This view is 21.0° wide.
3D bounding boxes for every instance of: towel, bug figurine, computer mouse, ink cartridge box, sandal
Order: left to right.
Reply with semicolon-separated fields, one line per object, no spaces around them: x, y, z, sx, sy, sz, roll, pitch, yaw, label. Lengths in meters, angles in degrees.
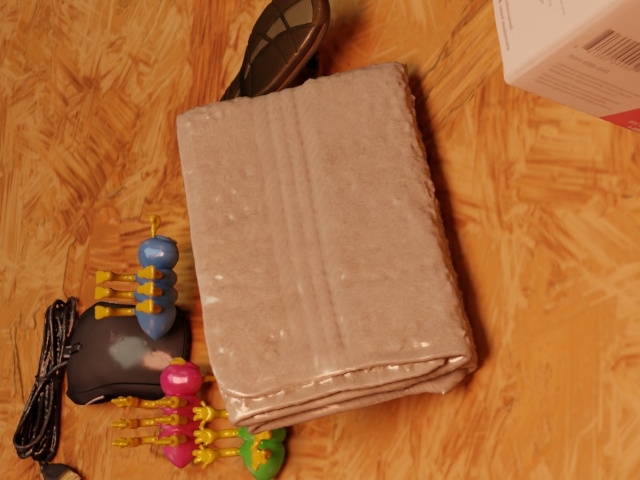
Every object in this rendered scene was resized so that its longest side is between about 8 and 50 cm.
-0.217;0.139;1.577;0.262;0.060;0.184;0;77;55;computer mouse
-0.082;0.083;1.401;0.279;0.072;0.216;-2;82;49;bug figurine
-0.033;-0.127;1.430;0.219;0.060;0.090;120;151;-44;sandal
0.000;0.000;1.256;0.187;0.049;0.282;-13;57;4;towel
0.227;-0.156;0.983;0.218;0.159;0.092;-33;52;44;ink cartridge box
